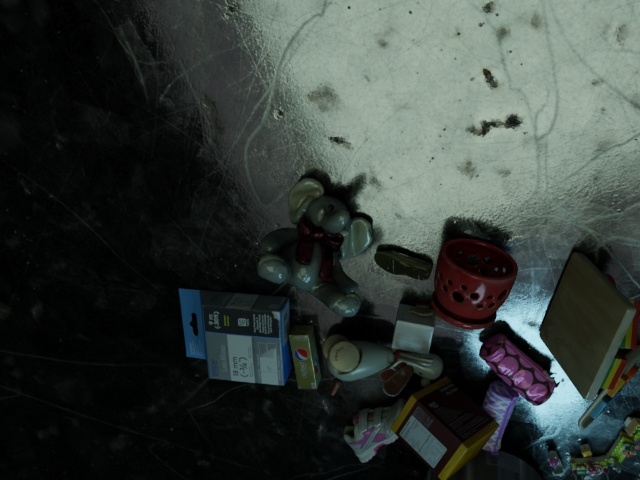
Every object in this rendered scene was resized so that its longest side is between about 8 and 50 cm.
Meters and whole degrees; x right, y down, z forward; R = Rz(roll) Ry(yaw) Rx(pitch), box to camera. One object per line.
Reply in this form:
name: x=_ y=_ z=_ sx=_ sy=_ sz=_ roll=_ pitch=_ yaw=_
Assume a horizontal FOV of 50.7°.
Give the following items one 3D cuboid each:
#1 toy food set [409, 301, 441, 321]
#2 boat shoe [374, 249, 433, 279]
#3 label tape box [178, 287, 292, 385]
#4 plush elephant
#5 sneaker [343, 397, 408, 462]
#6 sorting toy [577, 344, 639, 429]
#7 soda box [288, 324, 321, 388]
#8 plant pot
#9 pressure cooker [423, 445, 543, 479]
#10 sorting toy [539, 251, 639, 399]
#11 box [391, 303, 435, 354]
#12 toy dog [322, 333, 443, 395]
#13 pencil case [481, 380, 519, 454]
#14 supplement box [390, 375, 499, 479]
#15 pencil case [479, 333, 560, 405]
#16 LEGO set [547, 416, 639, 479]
toy food set: x=0.302 y=0.186 z=1.776 sx=0.122 sy=0.078 sz=0.019 roll=10 pitch=120 yaw=26
boat shoe: x=0.216 y=0.058 z=1.761 sx=0.153 sy=0.048 sz=0.056 roll=15 pitch=127 yaw=14
label tape box: x=-0.256 y=0.274 z=1.924 sx=0.334 sy=0.106 sz=0.240 roll=3 pitch=113 yaw=12
plush elephant: x=0.000 y=0.000 z=1.682 sx=0.272 sy=0.330 sz=0.255 roll=28 pitch=94 yaw=-14
sneaker: x=0.155 y=0.531 z=1.939 sx=0.111 sy=0.103 sz=0.252 roll=38 pitch=115 yaw=-6
sorting toy: x=0.735 y=0.370 z=1.692 sx=0.038 sy=0.193 sz=0.208 roll=37 pitch=118 yaw=31
soda box: x=-0.043 y=0.331 z=1.922 sx=0.058 sy=0.061 sz=0.181 roll=-2 pitch=112 yaw=14
plant pot: x=0.367 y=0.112 z=1.665 sx=0.191 sy=0.191 sz=0.174 roll=17 pitch=118 yaw=6
pressure cooker: x=0.435 y=0.804 z=1.813 sx=0.370 sy=0.420 sz=0.375 roll=-23 pitch=106 yaw=20
sorting toy: x=0.654 y=0.201 z=1.610 sx=0.089 sy=0.257 sz=0.255 roll=7 pitch=116 yaw=-12
box: x=0.247 y=0.233 z=1.791 sx=0.102 sy=0.101 sz=0.087 roll=10 pitch=113 yaw=8
toy dog: x=0.149 y=0.359 z=1.823 sx=0.334 sy=0.220 sz=0.161 roll=10 pitch=89 yaw=18
pencil case: x=0.478 y=0.484 z=1.848 sx=0.086 sy=0.088 sz=0.206 roll=-1 pitch=116 yaw=-19
supplement box: x=0.330 y=0.493 z=1.795 sx=0.194 sy=0.191 sz=0.129 roll=41 pitch=120 yaw=27
pencil case: x=0.521 y=0.335 z=1.777 sx=0.209 sy=0.095 sz=0.098 roll=39 pitch=139 yaw=-4
LEGO set: x=0.767 y=0.594 z=1.818 sx=0.287 sy=0.107 sz=0.132 roll=-32 pitch=102 yaw=23
